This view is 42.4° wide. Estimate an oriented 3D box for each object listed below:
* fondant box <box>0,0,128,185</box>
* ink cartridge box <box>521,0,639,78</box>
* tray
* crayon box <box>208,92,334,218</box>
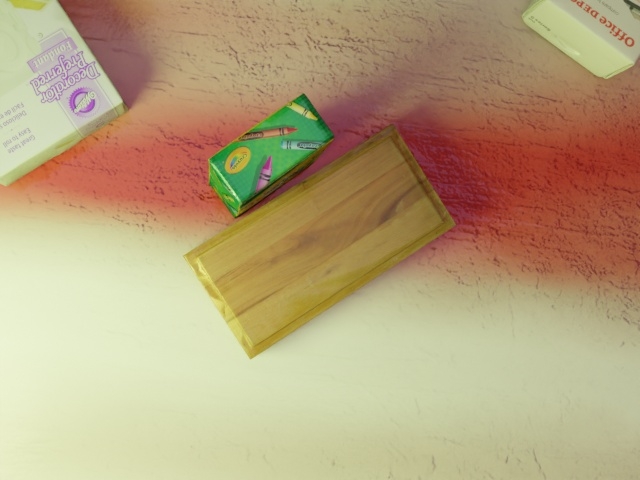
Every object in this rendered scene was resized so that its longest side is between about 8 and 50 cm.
[{"bbox_3d":[-0.498,-0.288,1.307,0.238,0.096,0.330,-34,94,-8],"label":"fondant box"},{"bbox_3d":[0.518,-0.457,1.449,0.198,0.115,0.273,34,84,-6],"label":"ink cartridge box"},{"bbox_3d":[0.000,0.000,1.380,0.411,0.076,0.203,-33,93,-9],"label":"tray"},{"bbox_3d":[-0.084,-0.121,1.267,0.165,0.278,0.081,-36,92,-8],"label":"crayon box"}]
